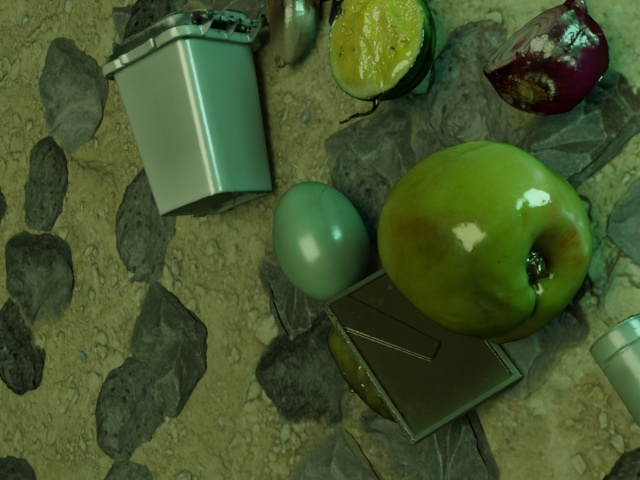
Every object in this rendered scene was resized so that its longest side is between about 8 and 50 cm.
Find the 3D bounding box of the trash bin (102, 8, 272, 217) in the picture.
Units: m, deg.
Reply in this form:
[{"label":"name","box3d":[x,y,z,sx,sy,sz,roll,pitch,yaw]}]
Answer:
[{"label":"trash bin","box3d":[-0.227,-0.247,1.926,0.296,0.256,0.367,-18,82,35]}]

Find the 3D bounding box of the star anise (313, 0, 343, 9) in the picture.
[{"label":"star anise","box3d":[0.042,-0.501,1.820,0.168,0.057,0.167,-3,85,33]}]

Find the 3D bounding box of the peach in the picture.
[{"label":"peach","box3d":[0.240,-0.001,1.504,0.316,0.282,0.314,40,117,42]}]

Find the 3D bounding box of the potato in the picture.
[{"label":"potato","box3d":[0.106,0.210,1.705,0.251,0.113,0.149,47,117,38]}]

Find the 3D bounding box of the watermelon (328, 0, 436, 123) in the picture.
[{"label":"watermelon","box3d":[0.119,-0.333,1.715,0.204,0.127,0.232,-19,74,36]}]

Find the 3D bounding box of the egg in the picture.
[{"label":"egg","box3d":[0.000,0.000,1.764,0.168,0.168,0.230,-35,63,32]}]

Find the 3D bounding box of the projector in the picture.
[{"label":"projector","box3d":[0.512,0.265,1.377,0.108,0.108,0.337,-43,63,29]}]

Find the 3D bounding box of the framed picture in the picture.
[{"label":"framed picture","box3d":[0.163,0.166,1.635,0.211,0.020,0.289,-29,63,-10]}]

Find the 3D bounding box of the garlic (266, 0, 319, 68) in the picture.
[{"label":"garlic","box3d":[-0.052,-0.435,1.892,0.101,0.087,0.195,-11,83,51]}]

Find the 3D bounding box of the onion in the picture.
[{"label":"onion","box3d":[0.368,-0.292,1.517,0.140,0.218,0.195,41,153,-6]}]
